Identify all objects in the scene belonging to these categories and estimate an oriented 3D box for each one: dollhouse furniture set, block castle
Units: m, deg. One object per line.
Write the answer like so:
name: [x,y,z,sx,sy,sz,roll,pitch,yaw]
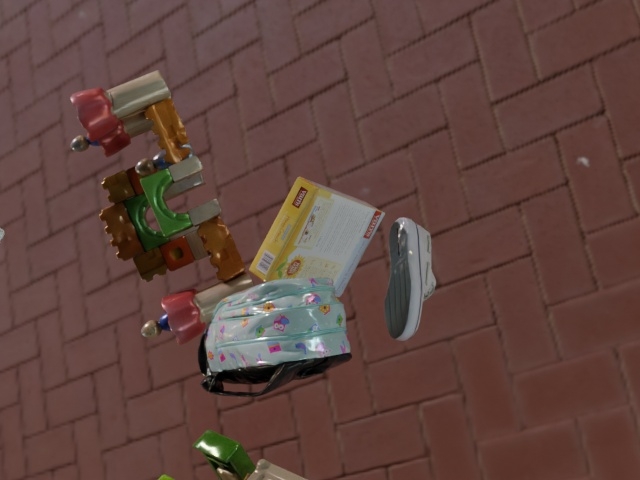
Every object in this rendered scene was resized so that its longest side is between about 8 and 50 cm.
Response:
dollhouse furniture set: [-0.119,0.455,1.548,0.301,0.151,0.197,12,47,43]
block castle: [-0.292,-0.050,1.742,0.213,0.303,0.453,-24,91,-6]

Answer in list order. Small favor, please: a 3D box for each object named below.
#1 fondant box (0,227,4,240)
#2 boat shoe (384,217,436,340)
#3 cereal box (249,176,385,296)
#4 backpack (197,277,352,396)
fondant box: [-0.425,0.099,0.857,0.238,0.096,0.330,17,78,54]
boat shoe: [0.162,0.067,1.662,0.083,0.076,0.226,-33,46,52]
cereal box: [0.000,0.000,1.621,0.047,0.240,0.173,32,97,30]
backpack: [-0.047,0.103,1.075,0.182,0.152,0.115,-23,81,60]
